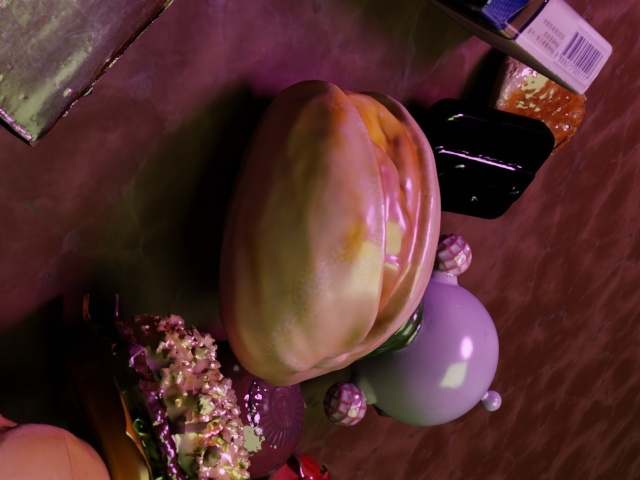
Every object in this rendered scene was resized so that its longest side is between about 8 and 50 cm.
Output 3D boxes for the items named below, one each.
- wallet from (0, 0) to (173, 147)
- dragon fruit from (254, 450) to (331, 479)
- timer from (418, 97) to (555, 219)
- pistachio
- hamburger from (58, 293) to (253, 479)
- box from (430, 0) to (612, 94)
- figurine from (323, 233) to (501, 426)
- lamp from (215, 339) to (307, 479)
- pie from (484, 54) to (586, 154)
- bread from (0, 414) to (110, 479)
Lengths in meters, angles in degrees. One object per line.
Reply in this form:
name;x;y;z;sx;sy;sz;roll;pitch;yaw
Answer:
wallet;-0.190;-0.192;0.911;0.232;0.031;0.122;-48;141;-10
dragon fruit;-0.047;0.331;1.451;0.142;0.121;0.130;17;74;-28
timer;0.179;-0.088;1.346;0.187;0.055;0.144;8;129;-35
pistachio;0.000;0.000;1.133;0.230;0.230;0.308;3;100;-50
hamburger;-0.154;0.171;1.069;0.139;0.261;0.243;-17;130;-23
box;0.175;-0.245;1.163;0.071;0.168;0.259;-57;146;8
figurine;0.100;0.108;1.390;0.281;0.167;0.370;-54;136;-7
lamp;-0.095;0.188;1.265;0.157;0.135;0.156;60;37;-26
pie;0.255;-0.161;1.407;0.163;0.079;0.193;-36;145;-9
bread;-0.306;0.238;0.904;0.316;0.270;0.211;42;46;-58
